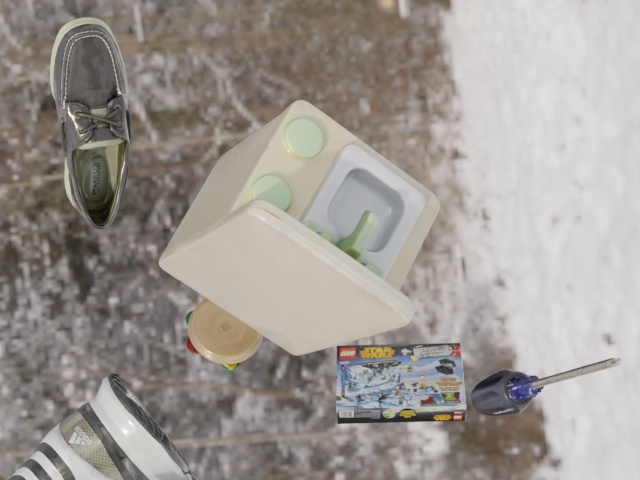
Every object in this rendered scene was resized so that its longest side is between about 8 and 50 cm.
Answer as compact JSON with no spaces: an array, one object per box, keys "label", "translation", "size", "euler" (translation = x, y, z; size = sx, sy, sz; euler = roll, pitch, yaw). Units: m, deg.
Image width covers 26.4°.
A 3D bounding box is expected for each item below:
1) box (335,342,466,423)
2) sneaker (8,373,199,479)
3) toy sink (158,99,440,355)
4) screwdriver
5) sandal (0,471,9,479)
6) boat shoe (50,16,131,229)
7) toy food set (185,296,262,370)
[{"label":"box","translation":[0.084,0.151,1.452],"size":[0.094,0.137,0.027],"euler":[-88,-4,-49]},{"label":"sneaker","translation":[-0.265,0.349,1.659],"size":[0.169,0.257,0.447],"euler":[46,168,33]},{"label":"toy sink","translation":[-0.008,-0.011,1.107],"size":[0.131,0.152,0.234],"euler":[-61,14,-21]},{"label":"screwdriver","translation":[0.115,0.073,0.683],"size":[0.024,0.025,0.170],"euler":[-52,8,-18]},{"label":"sandal","translation":[-0.347,0.206,1.170],"size":[0.240,0.079,0.088],"euler":[48,-169,-16]},{"label":"boat shoe","translation":[-0.226,-0.114,1.386],"size":[0.073,0.080,0.224],"euler":[-126,33,-50]},{"label":"toy food set","translation":[-0.103,0.095,1.451],"size":[0.082,0.083,0.020],"euler":[-50,-9,-29]}]
